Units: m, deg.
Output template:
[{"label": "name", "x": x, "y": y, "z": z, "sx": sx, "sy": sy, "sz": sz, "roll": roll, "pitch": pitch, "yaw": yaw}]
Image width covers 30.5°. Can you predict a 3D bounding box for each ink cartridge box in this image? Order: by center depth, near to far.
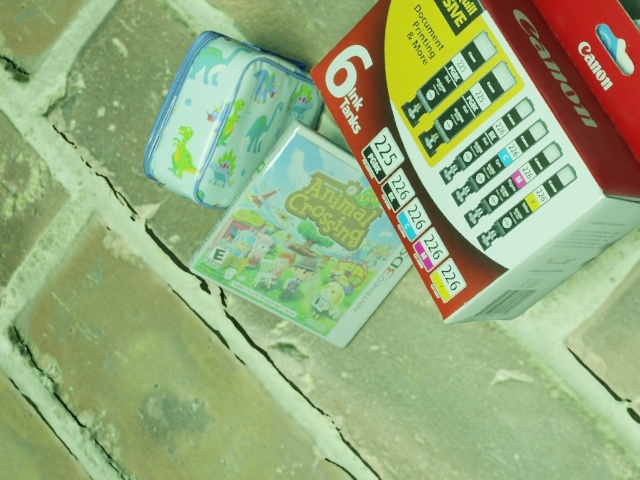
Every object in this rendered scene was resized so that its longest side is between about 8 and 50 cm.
[{"label": "ink cartridge box", "x": 0.359, "y": -0.141, "z": 1.115, "sx": 0.231, "sy": 0.078, "sz": 0.134, "roll": 5, "pitch": 93, "yaw": 32}, {"label": "ink cartridge box", "x": 0.174, "y": -0.123, "z": 1.119, "sx": 0.272, "sy": 0.130, "sz": 0.309, "roll": -43, "pitch": 62, "yaw": 32}]

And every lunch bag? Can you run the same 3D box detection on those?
[{"label": "lunch bag", "x": -0.085, "y": -0.121, "z": 1.239, "sx": 0.090, "sy": 0.219, "sz": 0.176, "roll": 27, "pitch": 98, "yaw": 21}]

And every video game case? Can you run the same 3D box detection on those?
[{"label": "video game case", "x": 0.000, "y": 0.000, "z": 1.236, "sx": 0.193, "sy": 0.212, "sz": 0.023, "roll": -52, "pitch": 30, "yaw": 15}]
